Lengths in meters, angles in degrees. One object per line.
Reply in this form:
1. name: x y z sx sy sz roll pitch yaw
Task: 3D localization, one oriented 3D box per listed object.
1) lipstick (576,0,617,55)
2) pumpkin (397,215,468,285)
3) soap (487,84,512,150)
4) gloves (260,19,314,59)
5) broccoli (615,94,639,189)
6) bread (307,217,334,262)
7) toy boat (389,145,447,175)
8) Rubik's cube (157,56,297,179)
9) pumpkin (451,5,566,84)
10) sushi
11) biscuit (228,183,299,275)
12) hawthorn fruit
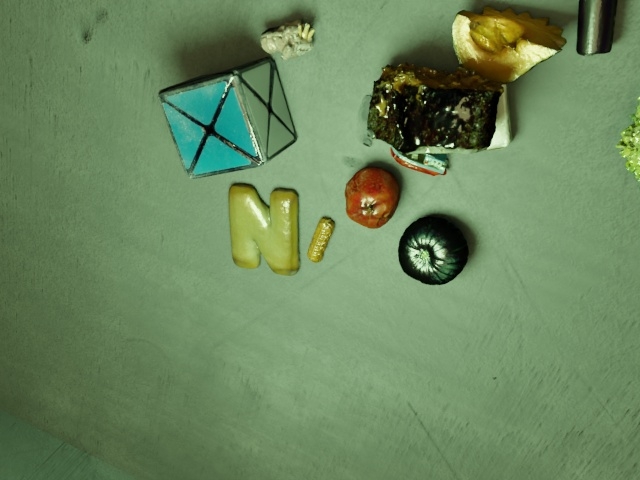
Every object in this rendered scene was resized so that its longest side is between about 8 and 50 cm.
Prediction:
1. lipstick: 0.609 -0.560 1.221 0.081 0.081 0.299 1 115 19
2. pumpkin: 0.314 0.029 1.566 0.202 0.140 0.201 9 108 31
3. soap: 0.416 -0.320 1.411 0.122 0.064 0.183 -3 112 22
4. gloves: -0.085 -0.527 1.476 0.144 0.110 0.094 24 133 41
5. broccoli: 0.780 -0.228 1.140 0.275 0.397 0.353 17 126 13
6. bread: 0.000 0.000 1.719 0.052 0.044 0.157 22 120 3
7. toy boat: 0.264 -0.227 1.504 0.173 0.069 0.058 21 133 9
8. Rubik's cube: -0.249 -0.335 1.531 0.259 0.255 0.260 -10 110 23
9. pumpkin: 0.442 -0.453 1.321 0.254 0.130 0.149 28 138 21
10. sushi: 0.251 -0.313 1.334 0.349 0.234 0.207 22 119 43
11. biscuit: -0.179 -0.030 1.761 0.237 0.062 0.290 10 115 16
12. hawthorn fruit: 0.137 -0.114 1.546 0.174 0.179 0.173 19 145 14
